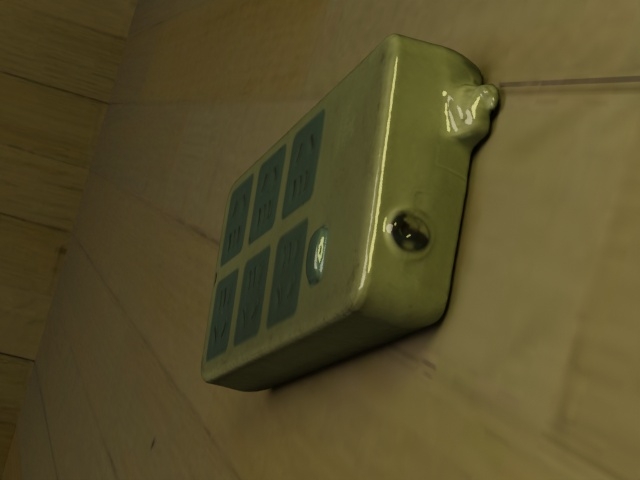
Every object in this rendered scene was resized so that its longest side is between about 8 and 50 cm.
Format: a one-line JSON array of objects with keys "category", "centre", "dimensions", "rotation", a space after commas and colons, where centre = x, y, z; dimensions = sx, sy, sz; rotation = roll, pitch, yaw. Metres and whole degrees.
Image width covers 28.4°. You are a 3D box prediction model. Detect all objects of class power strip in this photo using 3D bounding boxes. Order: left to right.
[{"category": "power strip", "centre": [0.000, 0.000, 0.595], "dimensions": [0.270, 0.046, 0.118], "rotation": [147, 136, -66]}]
